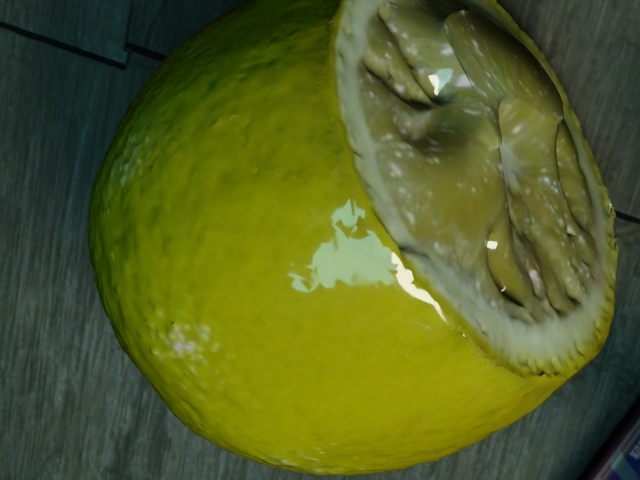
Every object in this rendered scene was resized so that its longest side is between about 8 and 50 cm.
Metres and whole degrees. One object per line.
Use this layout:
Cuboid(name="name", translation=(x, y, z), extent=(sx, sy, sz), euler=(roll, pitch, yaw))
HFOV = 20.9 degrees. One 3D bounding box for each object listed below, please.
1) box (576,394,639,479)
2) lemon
Cuboid(name="box", translation=(0.277, 0.171, 1.320), extent=(0.120, 0.069, 0.224), euler=(30, 121, 4))
Cuboid(name="lemon", translation=(0.000, 0.000, 1.184), extent=(0.364, 0.364, 0.364), euler=(8, 116, 16))
